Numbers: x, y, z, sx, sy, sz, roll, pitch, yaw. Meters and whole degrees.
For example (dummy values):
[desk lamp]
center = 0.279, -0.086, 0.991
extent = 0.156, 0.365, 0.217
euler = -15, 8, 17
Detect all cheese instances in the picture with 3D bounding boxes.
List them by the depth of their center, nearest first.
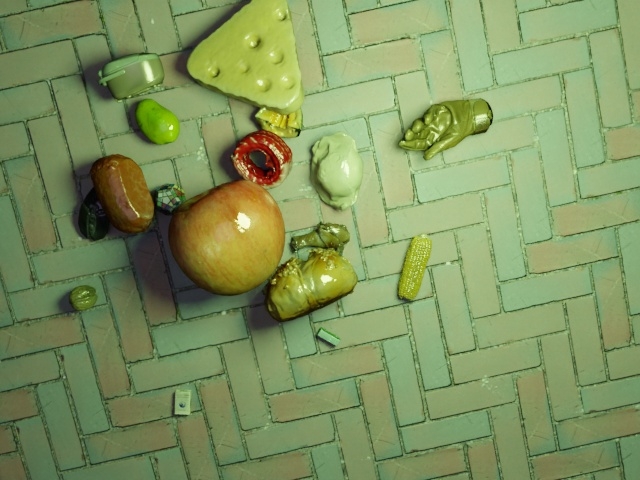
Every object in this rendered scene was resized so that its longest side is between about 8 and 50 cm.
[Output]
[cheese]
center = -0.184, -0.551, 1.705
extent = 0.384, 0.104, 0.383
euler = -1, 86, 7

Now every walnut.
[walnut]
center = -0.801, 0.193, 1.819
extent = 0.092, 0.092, 0.092
euler = 0, 97, -2

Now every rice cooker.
[rice cooker]
center = -0.597, -0.523, 1.710
extent = 0.206, 0.145, 0.127
euler = -25, 107, 4

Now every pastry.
[pastry]
center = -0.044, 0.135, 1.743
extent = 0.316, 0.284, 0.184
euler = -26, 78, 8

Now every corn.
[corn]
center = 0.323, 0.090, 1.842
extent = 0.080, 0.080, 0.238
euler = 13, 95, -3

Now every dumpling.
[dumpling]
center = 0.045, -0.224, 1.774
extent = 0.193, 0.147, 0.258
euler = -1, 104, 29

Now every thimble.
[thimble]
center = -0.183, -0.262, 1.744
extent = 0.190, 0.125, 0.163
euler = 33, 113, -8

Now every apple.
[apple]
center = -0.282, -0.004, 1.674
extent = 0.364, 0.364, 0.363
euler = 0, 97, -2

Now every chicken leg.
[chicken leg]
center = 0.001, -0.007, 1.823
extent = 0.196, 0.080, 0.125
euler = 5, 109, -2

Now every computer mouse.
[computer mouse]
center = -0.746, -0.093, 1.796
extent = 0.106, 0.062, 0.192
euler = 16, 95, -3

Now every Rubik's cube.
[Rubik's cube]
center = -0.499, -0.135, 1.782
extent = 0.111, 0.093, 0.111
euler = 0, 97, -3

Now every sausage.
[sausage]
center = -0.636, -0.147, 1.744
extent = 0.141, 0.153, 0.268
euler = -18, 97, 35

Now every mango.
[mango]
center = -0.535, -0.382, 1.761
extent = 0.163, 0.089, 0.117
euler = 35, 103, 7

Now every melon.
[melon]
center = -0.120, -0.403, 1.774
extent = 0.160, 0.079, 0.128
euler = 18, 79, 11

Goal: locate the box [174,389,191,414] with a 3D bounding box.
[box]
center = -0.484, 0.570, 1.901
extent = 0.054, 0.024, 0.083
euler = 3, 96, -4

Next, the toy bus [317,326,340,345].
[toy bus]
center = 0.030, 0.336, 1.882
extent = 0.083, 0.037, 0.031
euler = 31, 95, -6

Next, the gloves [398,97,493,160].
[gloves]
center = 0.397, -0.370, 1.761
extent = 0.331, 0.141, 0.154
euler = -18, 123, -9
